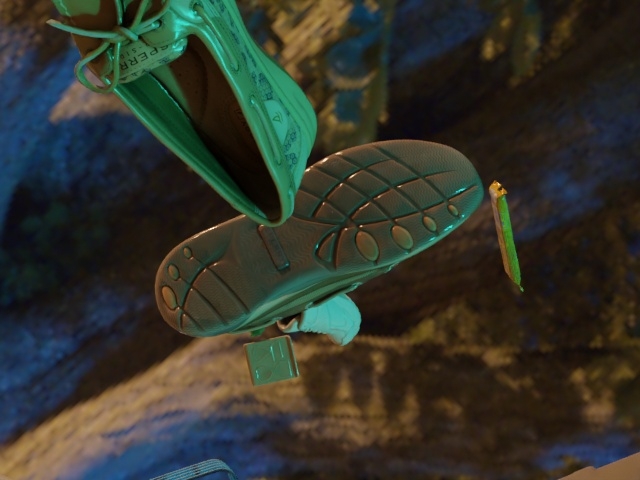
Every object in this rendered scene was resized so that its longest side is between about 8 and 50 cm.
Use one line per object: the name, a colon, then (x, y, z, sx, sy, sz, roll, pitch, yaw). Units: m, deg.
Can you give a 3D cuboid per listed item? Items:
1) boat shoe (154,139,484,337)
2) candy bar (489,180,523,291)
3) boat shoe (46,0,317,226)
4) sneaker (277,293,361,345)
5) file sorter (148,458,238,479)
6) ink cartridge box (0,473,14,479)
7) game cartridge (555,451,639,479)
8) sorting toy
boat shoe: (0.000, 0.000, 1.429, 0.116, 0.324, 0.123, 57, 12, -75)
candy bar: (0.249, -0.005, 1.998, 0.040, 0.018, 0.161, -120, -166, -60)
boat shoe: (-0.097, -0.122, 1.042, 0.104, 0.089, 0.285, -23, -47, 30)
sneaker: (-0.018, 0.102, 2.251, 0.090, 0.115, 0.232, 30, -19, 37)
file sorter: (-0.136, 0.305, 1.634, 0.170, 0.118, 0.104, 143, -70, -81)
ink cartridge box: (-0.441, 0.186, 1.312, 0.239, 0.060, 0.275, 22, 1, 30)
game cartridge: (0.190, 0.346, 1.375, 0.230, 0.355, 0.068, -115, -173, -48)
sorting toy: (-0.065, 0.138, 1.882, 0.012, 0.062, 0.083, -85, 164, -77)
